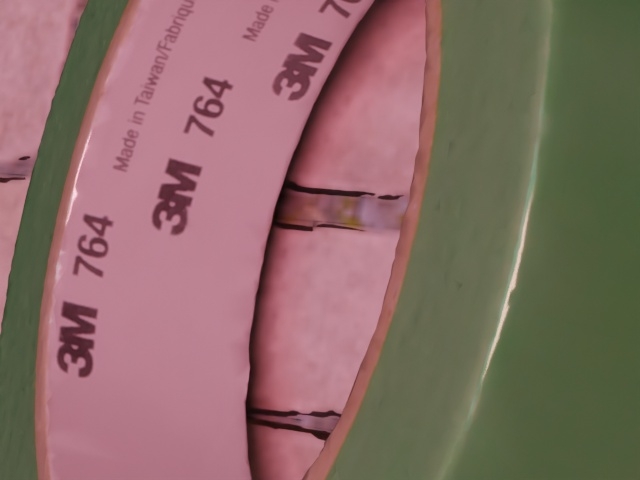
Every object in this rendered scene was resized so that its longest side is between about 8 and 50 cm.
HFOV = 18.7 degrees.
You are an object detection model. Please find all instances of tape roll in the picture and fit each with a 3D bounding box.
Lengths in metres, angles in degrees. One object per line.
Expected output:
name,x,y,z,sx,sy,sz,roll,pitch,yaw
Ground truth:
tape roll,0.000,0.000,0.548,0.321,0.077,0.321,-39,43,49
